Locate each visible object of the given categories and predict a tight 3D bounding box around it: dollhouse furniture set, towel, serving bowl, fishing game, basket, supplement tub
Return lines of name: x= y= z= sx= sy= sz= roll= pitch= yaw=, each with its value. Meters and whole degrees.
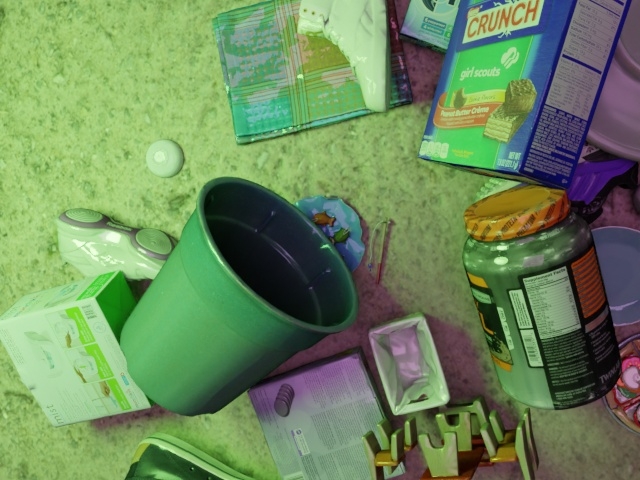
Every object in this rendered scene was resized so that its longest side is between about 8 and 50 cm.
dollhouse furniture set: x=0.242 y=0.369 z=0.980 sx=0.261 sy=0.259 sz=0.135 roll=-13 pitch=84 yaw=25
towel: x=-0.022 y=-0.360 z=1.122 sx=0.370 sy=0.040 sz=0.272 roll=-11 pitch=91 yaw=10
serving bowl: x=-0.333 y=-0.174 z=1.190 sx=0.083 sy=0.027 sz=0.083 roll=1 pitch=93 yaw=10
fishing game: x=0.000 y=0.000 z=1.131 sx=0.264 sy=0.041 sz=0.189 roll=9 pitch=96 yaw=10
basket: x=0.170 y=0.228 z=1.075 sx=0.113 sy=0.103 sz=0.167 roll=-17 pitch=88 yaw=11
supplement tub: x=0.363 y=0.090 z=0.945 sx=0.207 sy=0.207 sz=0.338 roll=-17 pitch=105 yaw=10

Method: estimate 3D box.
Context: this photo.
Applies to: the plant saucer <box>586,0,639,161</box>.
plant saucer: x=0.570 y=-0.331 z=0.936 sx=0.400 sy=0.100 sz=0.401 roll=0 pitch=78 yaw=2

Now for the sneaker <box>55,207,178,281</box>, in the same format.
sneaker: x=-0.411 y=0.040 z=1.188 sx=0.305 sy=0.114 sz=0.152 roll=20 pitch=115 yaw=8

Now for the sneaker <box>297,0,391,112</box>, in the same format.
sneaker: x=0.044 y=-0.370 z=1.048 sx=0.169 sy=0.108 sz=0.293 roll=-5 pitch=81 yaw=10

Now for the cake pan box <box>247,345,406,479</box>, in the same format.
cake pan box: x=0.015 y=0.376 z=1.127 sx=0.245 sy=0.070 sz=0.267 roll=-23 pitch=88 yaw=12

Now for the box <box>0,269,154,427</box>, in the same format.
box: x=-0.473 y=0.223 z=1.137 sx=0.231 sy=0.127 sz=0.262 roll=-15 pitch=111 yaw=12

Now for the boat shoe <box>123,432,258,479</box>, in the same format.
boat shoe: x=-0.170 y=0.549 z=1.092 sx=0.500 sy=0.156 sz=0.187 roll=21 pitch=130 yaw=12

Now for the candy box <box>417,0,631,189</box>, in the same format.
candy box: x=0.317 y=-0.265 z=0.926 sx=0.122 sy=0.268 sz=0.317 roll=13 pitch=97 yaw=-27

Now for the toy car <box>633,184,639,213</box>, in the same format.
toy car: x=0.648 y=-0.052 z=0.960 sx=0.159 sy=0.136 sz=0.182 roll=-22 pitch=90 yaw=10

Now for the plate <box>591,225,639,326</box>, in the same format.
plate: x=0.530 y=0.064 z=1.027 sx=0.188 sy=0.024 sz=0.188 roll=5 pitch=104 yaw=22

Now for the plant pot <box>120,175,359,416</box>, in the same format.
plant pot: x=-0.167 y=0.122 z=1.017 sx=0.341 sy=0.341 sz=0.334 roll=47 pitch=113 yaw=6

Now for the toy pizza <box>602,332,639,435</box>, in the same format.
toy pizza: x=0.622 y=0.267 z=1.030 sx=0.201 sy=0.032 sz=0.201 roll=0 pitch=92 yaw=10

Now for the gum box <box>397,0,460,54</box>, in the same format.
gum box: x=0.250 y=-0.447 z=1.055 sx=0.156 sy=0.041 sz=0.185 roll=18 pitch=96 yaw=-2

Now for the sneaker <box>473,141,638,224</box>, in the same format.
sneaker: x=0.432 y=-0.084 z=1.016 sx=0.293 sy=0.102 sz=0.146 roll=-22 pitch=97 yaw=10
